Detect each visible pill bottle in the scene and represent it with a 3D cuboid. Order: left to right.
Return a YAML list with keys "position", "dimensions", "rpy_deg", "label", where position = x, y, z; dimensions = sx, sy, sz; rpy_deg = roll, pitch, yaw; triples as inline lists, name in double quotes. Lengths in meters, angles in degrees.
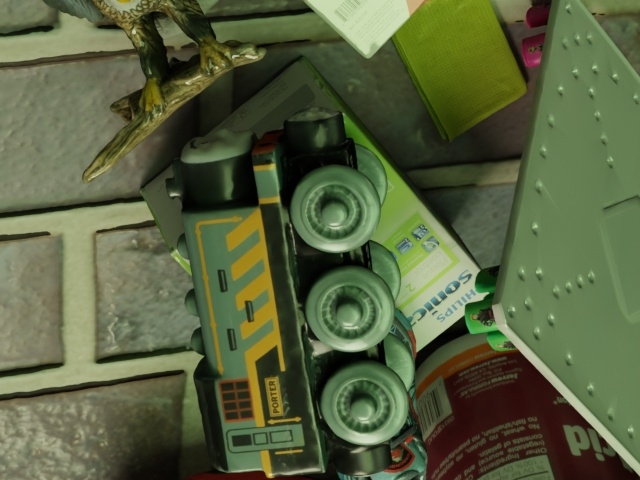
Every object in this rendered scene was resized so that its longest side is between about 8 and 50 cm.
- position: [0.222, 0.291, 1.934]
  dimensions: [0.224, 0.392, 0.224]
  rpy_deg: [-6, 134, -6]
  label: "pill bottle"

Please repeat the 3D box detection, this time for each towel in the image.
- position: [0.118, -0.203, 1.827]
  dimensions: [0.102, 0.021, 0.237]
  rpy_deg: [-30, 128, -1]
  label: "towel"

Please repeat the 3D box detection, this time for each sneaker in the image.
- position: [0.065, 0.172, 1.834]
  dimensions: [0.104, 0.125, 0.262]
  rpy_deg: [-20, 129, -9]
  label: "sneaker"

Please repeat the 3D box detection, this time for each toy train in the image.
- position: [-0.026, 0.053, 1.683]
  dimensions: [0.190, 0.142, 0.334]
  rpy_deg: [-7, 105, 7]
  label: "toy train"

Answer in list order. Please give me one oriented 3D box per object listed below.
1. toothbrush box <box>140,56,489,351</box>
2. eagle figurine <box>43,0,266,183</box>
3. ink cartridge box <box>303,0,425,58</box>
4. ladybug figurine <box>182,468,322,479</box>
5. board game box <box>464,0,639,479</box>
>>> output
- position: [0.000, 0.000, 1.848]
  dimensions: [0.206, 0.122, 0.283]
  rpy_deg: [-38, 129, 5]
  label: "toothbrush box"
- position: [-0.182, -0.237, 1.589]
  dimensions: [0.298, 0.225, 0.226]
  rpy_deg: [52, 59, -15]
  label: "eagle figurine"
- position: [0.007, -0.270, 1.696]
  dimensions: [0.115, 0.067, 0.198]
  rpy_deg: [-45, 116, 8]
  label: "ink cartridge box"
- position: [-0.031, 0.359, 2.018]
  dimensions: [0.305, 0.162, 0.449]
  rpy_deg: [-35, 133, 27]
  label: "ladybug figurine"
- position: [0.282, 0.021, 1.851]
  dimensions: [0.050, 0.390, 0.390]
  rpy_deg: [-13, 137, 35]
  label: "board game box"
